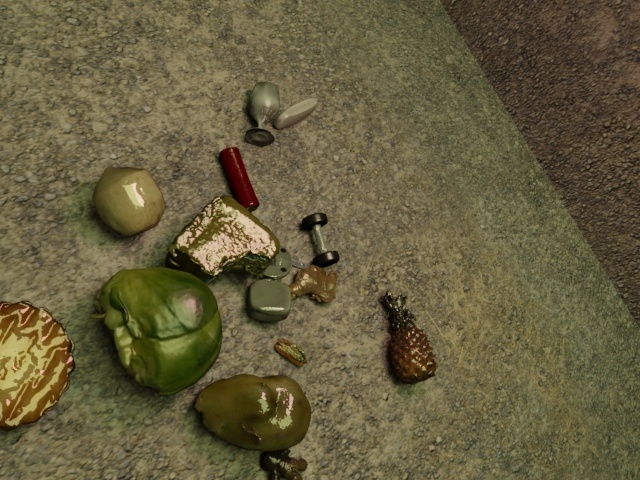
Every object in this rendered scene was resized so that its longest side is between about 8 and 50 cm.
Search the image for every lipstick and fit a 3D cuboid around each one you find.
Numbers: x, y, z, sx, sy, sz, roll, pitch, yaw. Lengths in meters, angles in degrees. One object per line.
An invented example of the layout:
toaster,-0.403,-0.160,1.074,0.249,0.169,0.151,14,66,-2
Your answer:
lipstick,-0.292,-0.218,2.020,0.080,0.080,0.241,-13,75,-38

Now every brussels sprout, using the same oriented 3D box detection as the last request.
brussels sprout,-0.445,0.235,1.585,0.371,0.276,0.315,45,64,1

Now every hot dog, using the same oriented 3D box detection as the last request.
hot dog,-0.095,0.375,1.893,0.133,0.041,0.056,40,52,-12

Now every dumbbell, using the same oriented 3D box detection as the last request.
dumbbell,0.000,0.000,2.101,0.100,0.100,0.191,-6,72,-36

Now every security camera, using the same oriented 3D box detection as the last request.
security camera,-0.175,0.138,1.934,0.157,0.080,0.301,8,52,-14

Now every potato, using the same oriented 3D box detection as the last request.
potato,-0.199,0.505,1.669,0.351,0.202,0.218,9,74,-16

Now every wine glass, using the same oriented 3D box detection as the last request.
wine glass,-0.221,-0.490,2.171,0.126,0.126,0.241,18,62,-27

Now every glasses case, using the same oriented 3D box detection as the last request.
glasses case,-0.097,-0.516,2.288,0.233,0.092,0.059,-36,85,-39

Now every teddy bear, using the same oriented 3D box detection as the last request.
teddy bear,-0.104,0.689,1.713,0.160,0.078,0.119,30,58,-20

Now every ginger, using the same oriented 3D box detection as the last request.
ginger,-0.030,0.154,2.027,0.213,0.074,0.137,8,64,-25

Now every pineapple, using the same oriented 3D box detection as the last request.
pineapple,0.319,0.355,2.122,0.175,0.175,0.361,1,59,-34

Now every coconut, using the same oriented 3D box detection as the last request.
coconut,-0.581,-0.126,1.704,0.224,0.224,0.224,15,61,-28

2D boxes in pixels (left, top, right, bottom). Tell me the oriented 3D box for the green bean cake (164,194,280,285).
green bean cake,-0.315,0.050,1.790,0.285,0.202,0.310,45,53,-5

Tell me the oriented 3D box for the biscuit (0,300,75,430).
biscuit,-0.790,0.311,1.411,0.325,0.107,0.326,12,65,-27

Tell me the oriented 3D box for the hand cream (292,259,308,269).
hand cream,-0.080,0.088,2.058,0.093,0.019,0.030,15,62,-30
